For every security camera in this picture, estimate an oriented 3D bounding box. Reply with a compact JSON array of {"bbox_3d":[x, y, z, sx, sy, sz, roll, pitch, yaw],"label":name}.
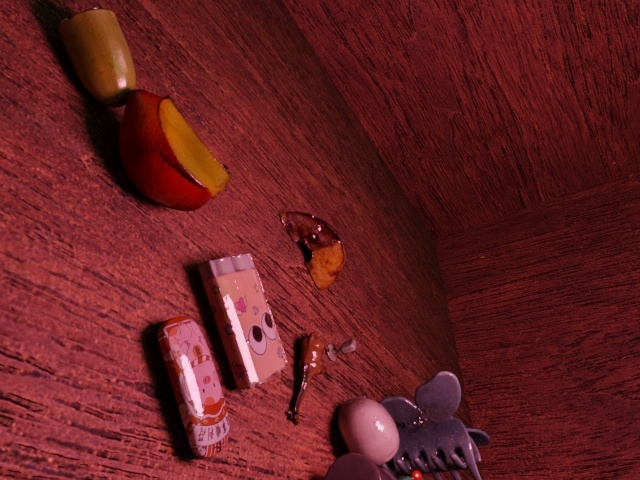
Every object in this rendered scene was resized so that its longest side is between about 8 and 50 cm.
[{"bbox_3d":[0.071,0.345,1.460,0.058,0.092,0.058,50,29,-41],"label":"security camera"}]

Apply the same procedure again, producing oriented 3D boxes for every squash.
[{"bbox_3d":[-0.437,-0.359,0.932,0.186,0.123,0.123,67,23,-1],"label":"squash"}]

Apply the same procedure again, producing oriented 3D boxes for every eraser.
[{"bbox_3d":[-0.180,0.179,1.066,0.171,0.087,0.290,-11,81,-68],"label":"eraser"}]

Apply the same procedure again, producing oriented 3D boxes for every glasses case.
[{"bbox_3d":[-0.243,0.274,0.873,0.103,0.067,0.266,-10,79,-65],"label":"glasses case"}]

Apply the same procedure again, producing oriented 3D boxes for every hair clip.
[{"bbox_3d":[0.370,0.680,1.545,0.392,0.319,0.238,60,26,-24],"label":"hair clip"}]

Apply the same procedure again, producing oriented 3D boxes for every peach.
[{"bbox_3d":[-0.327,-0.170,0.951,0.267,0.159,0.153,56,17,-32],"label":"peach"}]

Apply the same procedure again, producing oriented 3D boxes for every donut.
[{"bbox_3d":[0.000,0.000,1.543,0.294,0.151,0.112,61,14,-15],"label":"donut"}]

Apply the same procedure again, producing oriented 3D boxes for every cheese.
[{"bbox_3d":[0.139,0.546,1.310,0.189,0.155,0.197,87,-22,-78],"label":"cheese"}]

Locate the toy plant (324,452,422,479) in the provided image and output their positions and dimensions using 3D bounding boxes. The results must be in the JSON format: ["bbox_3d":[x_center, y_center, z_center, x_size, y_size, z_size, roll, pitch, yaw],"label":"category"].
[{"bbox_3d":[0.141,0.709,1.197,0.400,0.186,0.279,61,35,-40],"label":"toy plant"}]

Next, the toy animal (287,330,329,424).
[{"bbox_3d":[-0.033,0.368,1.263,0.230,0.067,0.224,20,71,-72],"label":"toy animal"}]
